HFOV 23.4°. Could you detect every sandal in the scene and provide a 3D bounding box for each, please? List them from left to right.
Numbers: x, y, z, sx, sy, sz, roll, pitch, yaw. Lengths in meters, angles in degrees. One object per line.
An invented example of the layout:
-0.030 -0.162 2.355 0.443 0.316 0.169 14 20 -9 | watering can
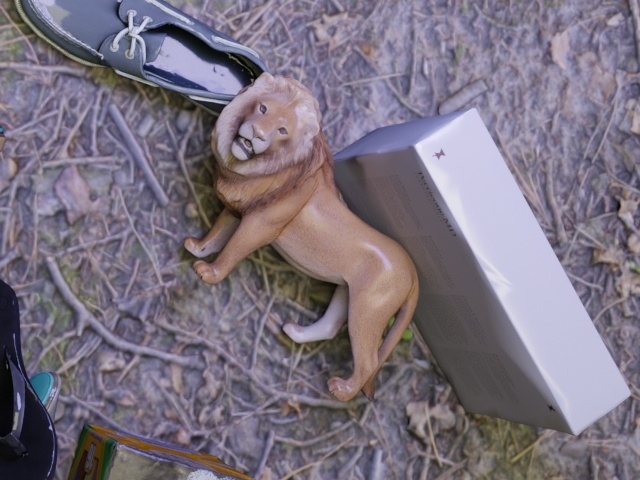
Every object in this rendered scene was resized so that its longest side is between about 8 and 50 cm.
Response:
-0.363 0.162 1.720 0.097 0.054 0.255 -19 75 0 | sandal

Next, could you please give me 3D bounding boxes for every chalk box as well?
-0.211 0.376 1.754 0.180 0.179 0.289 19 86 -18 | chalk box

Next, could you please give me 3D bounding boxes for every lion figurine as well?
0.000 0.000 1.812 0.240 0.142 0.392 -45 112 8 | lion figurine

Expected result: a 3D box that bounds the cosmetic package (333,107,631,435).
0.177 0.038 1.823 0.097 0.284 0.377 -33 101 -15 | cosmetic package

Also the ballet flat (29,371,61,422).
-0.356 0.246 1.770 0.213 0.072 0.068 -53 132 -10 | ballet flat

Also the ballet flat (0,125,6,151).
-0.466 -0.139 1.720 0.232 0.080 0.073 26 98 -15 | ballet flat

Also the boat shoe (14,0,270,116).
-0.198 -0.238 1.793 0.319 0.099 0.116 26 82 -17 | boat shoe
